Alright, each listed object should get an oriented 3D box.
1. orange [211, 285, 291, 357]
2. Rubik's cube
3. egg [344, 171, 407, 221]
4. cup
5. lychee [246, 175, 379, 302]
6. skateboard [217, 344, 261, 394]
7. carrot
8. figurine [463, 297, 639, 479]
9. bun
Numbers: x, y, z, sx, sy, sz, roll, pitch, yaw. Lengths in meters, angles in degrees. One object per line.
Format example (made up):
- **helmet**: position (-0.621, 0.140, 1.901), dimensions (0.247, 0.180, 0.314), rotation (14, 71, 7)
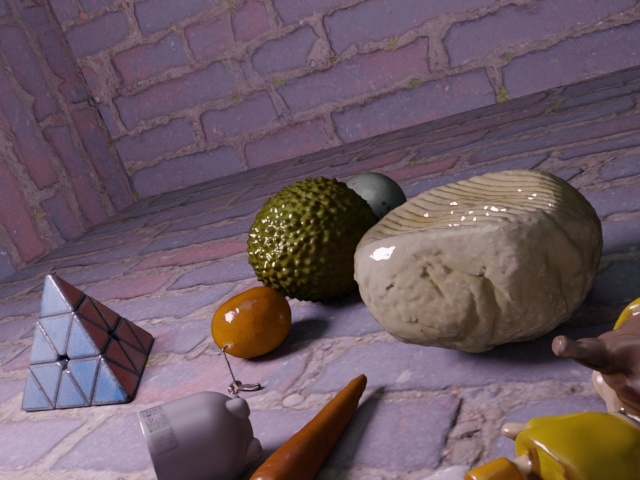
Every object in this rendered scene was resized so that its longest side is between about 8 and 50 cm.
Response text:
- **orange**: position (-0.127, 0.156, 1.347), dimensions (0.156, 0.124, 0.156), rotation (-30, 1, 1)
- **Rubik's cube**: position (-0.479, 0.233, 1.491), dimensions (0.229, 0.228, 0.233), rotation (14, 58, -8)
- **egg**: position (0.120, -0.076, 1.700), dimensions (0.169, 0.169, 0.236), rotation (-20, 17, 3)
- **cup**: position (-0.154, 0.278, 0.962), dimensions (0.142, 0.134, 0.173), rotation (-17, 13, -17)
- **lychee**: position (-0.005, 0.002, 1.457), dimensions (0.270, 0.270, 0.320), rotation (-8, 24, 37)
- **skateboard**: position (-0.140, 0.219, 1.224), dimensions (0.064, 0.083, 0.032), rotation (-9, 19, 32)
- **carrot**: position (-0.014, 0.270, 0.952), dimensions (0.069, 0.069, 0.336), rotation (-11, 16, 31)
- **figurine**: position (0.308, 0.174, 0.662), dimensions (0.344, 0.187, 0.215), rotation (-30, 42, -16)
- **bun**: position (0.235, 0.042, 1.074), dimensions (0.352, 0.227, 0.349), rotation (-24, 16, -21)
